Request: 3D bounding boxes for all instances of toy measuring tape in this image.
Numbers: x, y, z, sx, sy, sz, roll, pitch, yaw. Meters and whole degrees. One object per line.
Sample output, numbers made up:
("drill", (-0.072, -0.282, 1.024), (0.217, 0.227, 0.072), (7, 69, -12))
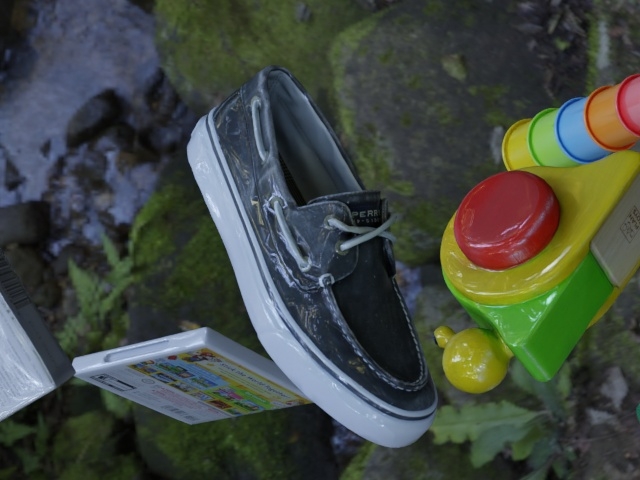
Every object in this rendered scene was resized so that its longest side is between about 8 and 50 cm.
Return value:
("toy measuring tape", (0.175, -0.039, 0.748), (0.121, 0.121, 0.330), (31, 75, 28))

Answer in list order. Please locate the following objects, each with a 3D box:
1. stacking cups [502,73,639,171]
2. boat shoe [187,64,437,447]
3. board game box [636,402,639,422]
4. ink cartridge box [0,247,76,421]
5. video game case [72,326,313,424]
("stacking cups", (0.325, -0.139, 1.334), (0.316, 0.096, 0.096), (151, 110, -72))
("boat shoe", (0.000, 0.000, 0.879), (0.119, 0.121, 0.335), (-49, 62, 34))
("board game box", (0.306, 0.054, 0.389), (0.317, 0.046, 0.213), (26, 109, -2))
("ink cartridge box", (-0.158, 0.054, 0.419), (0.115, 0.029, 0.063), (-31, 92, 6))
("video game case", (-0.148, 0.169, 1.352), (0.206, 0.227, 0.026), (-15, 59, 30))
